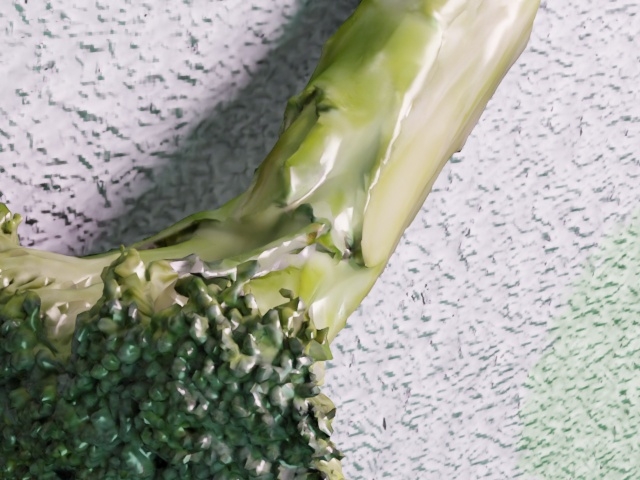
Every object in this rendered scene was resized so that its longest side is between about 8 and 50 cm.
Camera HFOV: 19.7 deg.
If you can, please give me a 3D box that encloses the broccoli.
[{"bbox_3d":[-0.013,-0.011,0.817,0.252,0.221,0.361,25,84,-54],"label":"broccoli"}]
